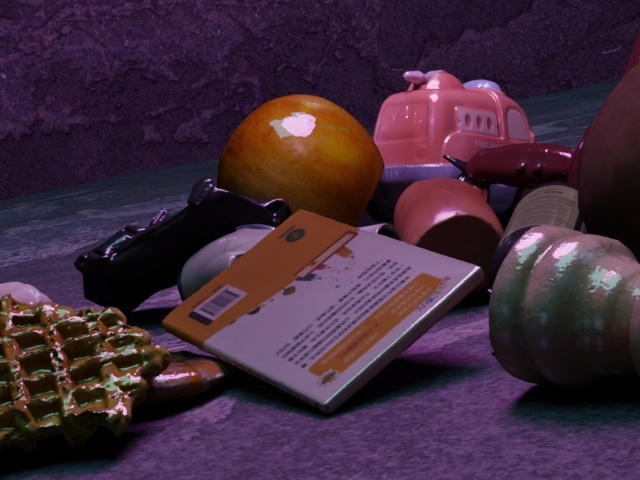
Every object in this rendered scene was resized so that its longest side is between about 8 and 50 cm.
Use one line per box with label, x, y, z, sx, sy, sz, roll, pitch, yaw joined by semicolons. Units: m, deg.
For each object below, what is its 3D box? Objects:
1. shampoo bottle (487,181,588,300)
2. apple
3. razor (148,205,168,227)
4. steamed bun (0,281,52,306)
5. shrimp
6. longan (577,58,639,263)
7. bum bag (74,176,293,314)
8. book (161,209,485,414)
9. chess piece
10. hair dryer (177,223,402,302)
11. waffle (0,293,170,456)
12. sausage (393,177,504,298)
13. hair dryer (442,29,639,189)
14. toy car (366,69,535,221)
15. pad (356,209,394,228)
shampoo bottle;0.229;0.024;1.361;0.101;0.101;0.284;-6;17;18
apple;-0.022;-0.072;1.745;0.207;0.237;0.237;37;28;15
razor;-0.174;0.020;1.965;0.278;0.056;0.111;9;57;44
steamed bun;-0.379;0.115;1.456;0.183;0.106;0.183;-13;9;2
shrimp;-0.235;0.141;1.334;0.296;0.058;0.169;-5;3;5
longan;0.397;-0.072;1.313;0.297;0.297;0.297;-9;10;2
bum bag;-0.181;0.002;1.650;0.326;0.079;0.142;-25;-37;28
book;-0.007;0.059;1.315;0.208;0.020;0.295;-38;31;-23
chess piece;0.274;0.064;1.058;0.143;0.142;0.261;-18;17;-40
hair dryer;0.019;0.024;1.541;0.298;0.119;0.296;-9;-2;-31
waffle;-0.284;0.137;1.215;0.291;0.051;0.291;-6;33;4
sausage;0.151;-0.009;1.592;0.121;0.121;0.304;-9;10;3
hair dryer;0.289;-0.135;1.611;0.123;0.312;0.340;20;-9;-42
toy car;0.191;-0.127;1.866;0.180;0.212;0.270;0;-4;45
pad;0.000;0.000;1.865;0.243;0.004;0.163;-10;26;-18
